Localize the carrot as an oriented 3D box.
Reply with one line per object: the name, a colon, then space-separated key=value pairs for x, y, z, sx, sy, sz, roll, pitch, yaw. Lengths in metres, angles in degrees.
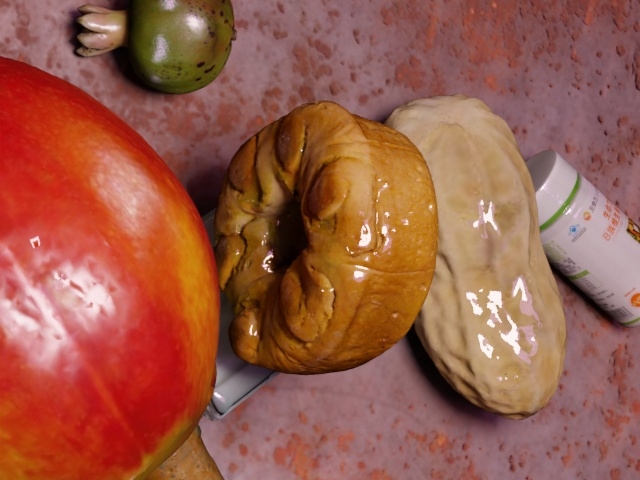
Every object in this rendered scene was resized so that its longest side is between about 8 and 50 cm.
carrot: x=-0.086 y=0.266 z=1.656 sx=0.078 sy=0.078 sz=0.298 roll=-38 pitch=106 yaw=-29

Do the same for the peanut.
peanut: x=0.143 y=0.016 z=1.773 sx=0.152 sy=0.152 sz=0.313 roll=-13 pitch=89 yaw=-30

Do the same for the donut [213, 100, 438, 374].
donut: x=0.001 y=0.000 z=1.564 sx=0.114 sy=0.226 sz=0.226 roll=10 pitch=76 yaw=-32

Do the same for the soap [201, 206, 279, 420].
soap: x=-0.056 y=0.037 z=1.697 sx=0.261 sy=0.094 sz=0.150 roll=-36 pitch=94 yaw=-28

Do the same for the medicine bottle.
medicine bottle: x=0.265 y=0.000 z=1.880 sx=0.183 sy=0.086 sz=0.086 roll=40 pitch=65 yaw=-18

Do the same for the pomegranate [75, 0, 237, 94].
pomegranate: x=-0.144 y=-0.187 z=1.683 sx=0.142 sy=0.114 sz=0.114 roll=1 pitch=80 yaw=-3

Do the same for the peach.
peach: x=-0.251 y=0.034 z=1.443 sx=0.370 sy=0.370 sz=0.370 roll=5 pitch=78 yaw=-28
